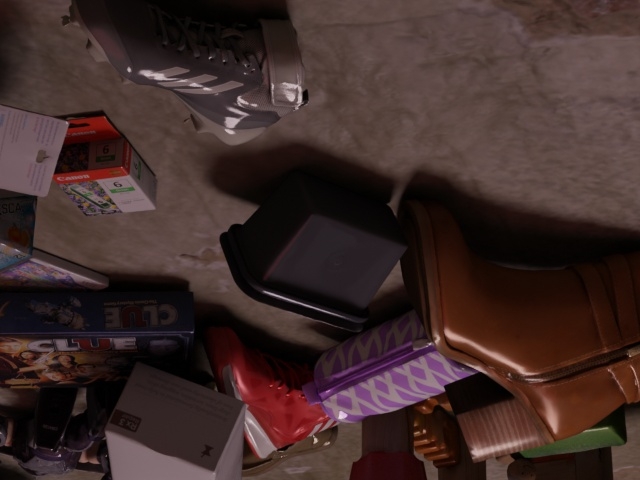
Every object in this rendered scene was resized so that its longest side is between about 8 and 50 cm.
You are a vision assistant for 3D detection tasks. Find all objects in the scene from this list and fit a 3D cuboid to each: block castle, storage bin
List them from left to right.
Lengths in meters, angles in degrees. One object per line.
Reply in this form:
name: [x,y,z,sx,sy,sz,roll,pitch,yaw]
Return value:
storage bin: [0.000,0.000,1.493,0.135,0.098,0.091,21,121,-35]
block castle: [0.279,0.237,1.832,0.453,0.213,0.303,-10,153,22]

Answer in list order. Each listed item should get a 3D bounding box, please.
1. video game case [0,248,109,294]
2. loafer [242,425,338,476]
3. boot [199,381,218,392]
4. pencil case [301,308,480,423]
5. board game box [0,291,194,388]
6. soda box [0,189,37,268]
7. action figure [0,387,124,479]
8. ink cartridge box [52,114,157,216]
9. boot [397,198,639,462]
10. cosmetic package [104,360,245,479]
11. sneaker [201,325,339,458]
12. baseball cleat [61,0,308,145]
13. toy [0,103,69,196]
video game case: [-0.265,0.042,1.667,0.122,0.011,0.087,-23,146,40]
loafer: [-0.053,0.215,1.985,0.148,0.056,0.050,-24,146,24]
boot: [-0.132,0.192,1.933,0.084,0.059,0.158,-7,153,5]
pencil case: [0.080,0.112,1.714,0.088,0.086,0.206,-23,174,-44]
board game box: [-0.243,0.096,1.720,0.243,0.042,0.165,0,158,-6]
soda box: [-0.318,0.003,1.529,0.183,0.058,0.063,-20,148,38]
action figure: [-0.280,0.210,1.929,0.185,0.099,0.285,4,158,-18]
ink cartridge box: [-0.177,-0.057,1.431,0.062,0.029,0.115,-6,154,14]
boot: [0.195,0.052,1.556,0.220,0.109,0.283,-22,116,0]
cosmetic package: [-0.140,0.212,1.790,0.117,0.085,0.231,21,153,5]
sneaker: [-0.035,0.130,1.803,0.128,0.087,0.221,-20,151,1]
baseball cleat: [-0.080,-0.135,1.238,0.109,0.072,0.206,-26,151,20]
toy: [-0.301,-0.104,1.305,0.237,0.056,0.137,12,157,-11]
